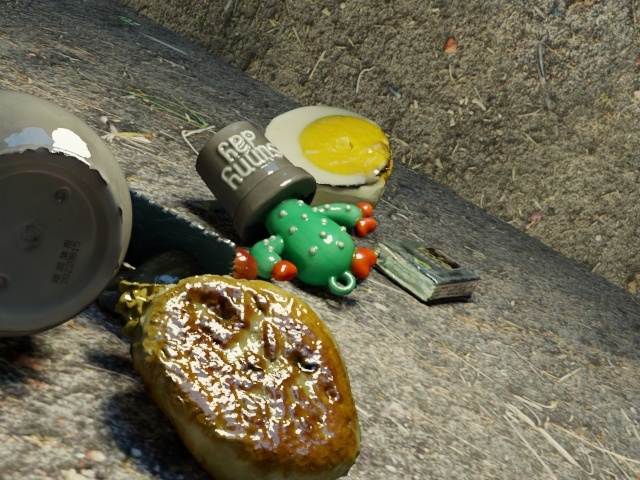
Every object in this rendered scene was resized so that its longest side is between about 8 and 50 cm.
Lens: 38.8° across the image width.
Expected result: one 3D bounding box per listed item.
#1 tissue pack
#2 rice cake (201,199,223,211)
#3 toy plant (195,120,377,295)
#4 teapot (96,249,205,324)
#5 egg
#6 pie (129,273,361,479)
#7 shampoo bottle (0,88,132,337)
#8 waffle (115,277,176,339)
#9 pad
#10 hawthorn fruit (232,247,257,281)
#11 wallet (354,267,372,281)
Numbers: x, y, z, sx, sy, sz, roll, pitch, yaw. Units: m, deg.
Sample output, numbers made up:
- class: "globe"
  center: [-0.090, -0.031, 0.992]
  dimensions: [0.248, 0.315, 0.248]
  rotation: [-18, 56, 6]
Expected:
- class: "tissue pack"
  center: [0.239, 0.068, 2.047]
  dimensions: [0.173, 0.073, 0.236]
  rotation: [36, 19, 28]
- class: "rice cake"
  center: [-0.203, -0.073, 1.890]
  dimensions: [0.022, 0.021, 0.121]
  rotation: [39, 21, 23]
- class: "toy plant"
  center: [-0.071, -0.042, 1.725]
  dimensions: [0.400, 0.185, 0.279]
  rotation: [48, 28, 18]
- class: "teapot"
  center: [-0.234, 0.066, 1.237]
  dimensions: [0.149, 0.111, 0.108]
  rotation: [40, 34, 22]
- class: "egg"
  center: [0.010, -0.162, 2.183]
  dimensions: [0.337, 0.201, 0.337]
  rotation: [6, 38, -5]
- class: "pie"
  center: [-0.080, 0.157, 1.074]
  dimensions: [0.315, 0.092, 0.315]
  rotation: [25, 35, -19]
- class: "shampoo bottle"
  center: [-0.368, -0.039, 1.045]
  dimensions: [0.273, 0.272, 0.266]
  rotation: [15, 12, -37]
- class: "waffle"
  center: [-0.172, 0.091, 1.168]
  dimensions: [0.192, 0.160, 0.046]
  rotation: [41, -32, -28]
- class: "pad"
  center: [-0.241, 0.002, 1.291]
  dimensions: [0.270, 0.012, 0.269]
  rotation: [27, -26, 6]
- class: "hawthorn fruit"
  center: [-0.142, 0.054, 1.484]
  dimensions: [0.093, 0.093, 0.093]
  rotation: [24, 16, -7]
- class: "wallet"
  center: [0.048, 0.057, 1.861]
  dimensions: [0.088, 0.026, 0.129]
  rotation: [26, 16, 13]
